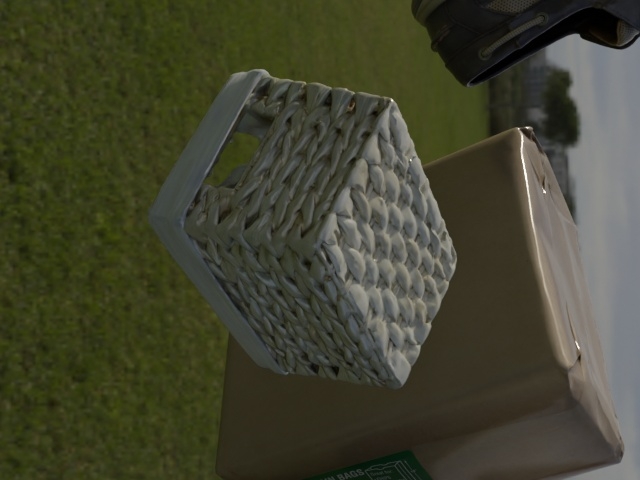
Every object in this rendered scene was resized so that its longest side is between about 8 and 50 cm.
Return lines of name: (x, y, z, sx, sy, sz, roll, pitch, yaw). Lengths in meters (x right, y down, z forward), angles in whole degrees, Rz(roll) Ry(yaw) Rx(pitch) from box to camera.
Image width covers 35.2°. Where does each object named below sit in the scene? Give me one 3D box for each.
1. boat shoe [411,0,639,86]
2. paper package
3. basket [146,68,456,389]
boat shoe: (0.266, -0.238, 0.933, 0.132, 0.355, 0.130, 6, 64, -79)
paper package: (0.087, 0.093, 0.942, 0.168, 0.325, 0.309, 53, 26, -37)
basket: (0.000, 0.000, 0.573, 0.113, 0.103, 0.167, -63, 146, -26)
